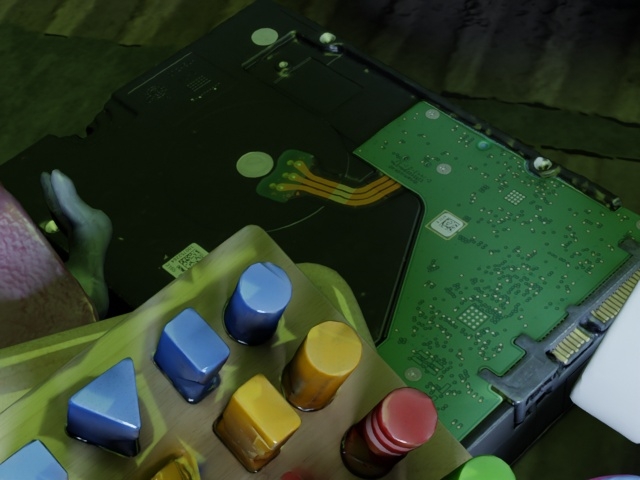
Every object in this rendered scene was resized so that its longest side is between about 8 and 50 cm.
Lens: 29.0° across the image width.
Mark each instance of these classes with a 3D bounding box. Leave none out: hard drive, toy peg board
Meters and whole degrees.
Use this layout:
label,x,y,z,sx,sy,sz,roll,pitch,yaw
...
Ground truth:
label,x,y,z,sx,sy,sz,roll,pitch,yaw
hard drive,0.000,0.000,0.714,0.339,0.064,0.237,34,60,32
toy peg board,-0.024,0.086,0.427,0.161,0.079,0.160,-39,81,-25

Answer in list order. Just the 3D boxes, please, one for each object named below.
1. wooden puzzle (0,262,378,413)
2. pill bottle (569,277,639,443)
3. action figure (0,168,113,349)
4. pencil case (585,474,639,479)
label,x,y,z,sx,sy,sz,roll,pitch,yaw
wooden puzzle,-0.098,0.189,0.448,0.348,0.080,0.322,-17,73,-14
pill bottle,0.276,0.091,0.474,0.334,0.188,0.188,32,57,14
action figure,-0.277,0.104,0.604,0.370,0.248,0.275,-40,82,-27
pencil case,0.148,0.208,0.488,0.105,0.104,0.236,-13,49,-6
